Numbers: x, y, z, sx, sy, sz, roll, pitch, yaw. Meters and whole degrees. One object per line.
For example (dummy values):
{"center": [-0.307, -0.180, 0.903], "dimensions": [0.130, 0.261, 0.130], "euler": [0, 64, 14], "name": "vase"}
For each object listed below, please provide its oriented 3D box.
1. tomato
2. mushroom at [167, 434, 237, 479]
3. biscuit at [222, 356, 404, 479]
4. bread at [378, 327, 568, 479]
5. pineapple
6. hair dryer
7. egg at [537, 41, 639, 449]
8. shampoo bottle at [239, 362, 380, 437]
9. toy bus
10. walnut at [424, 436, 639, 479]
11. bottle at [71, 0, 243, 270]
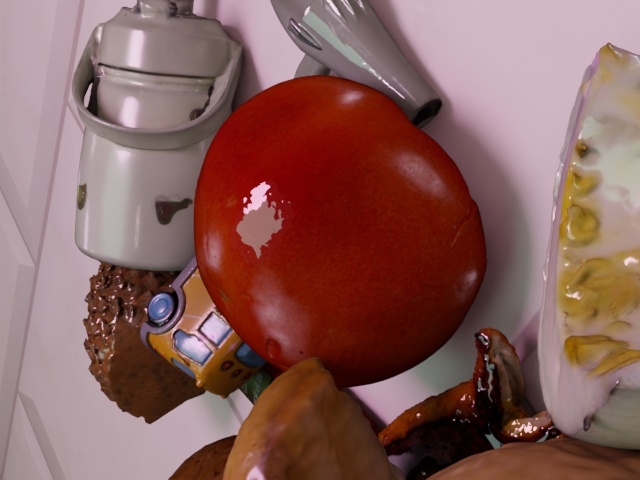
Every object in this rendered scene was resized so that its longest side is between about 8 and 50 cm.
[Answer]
{"center": [0.000, 0.000, 0.825], "dimensions": [0.298, 0.226, 0.299], "euler": [41, 153, 26], "name": "tomato"}
{"center": [-0.016, 0.388, 0.939], "dimensions": [0.331, 0.356, 0.334], "euler": [21, 95, 65], "name": "mushroom"}
{"center": [0.013, 0.248, 0.728], "dimensions": [0.091, 0.213, 0.274], "euler": [-10, 115, 47], "name": "biscuit"}
{"center": [0.143, 0.198, 0.834], "dimensions": [0.139, 0.095, 0.269], "euler": [47, 127, 14], "name": "bread"}
{"center": [-0.268, 0.081, 1.306], "dimensions": [0.362, 0.202, 0.202], "euler": [-121, 37, -47], "name": "pineapple"}
{"center": [0.030, -0.145, 0.916], "dimensions": [0.229, 0.092, 0.267], "euler": [39, 144, 35], "name": "hair dryer"}
{"center": [0.243, 0.022, 0.574], "dimensions": [0.206, 0.161, 0.271], "euler": [93, -173, -54], "name": "egg"}
{"center": [-0.008, 0.215, 1.055], "dimensions": [0.314, 0.076, 0.118], "euler": [40, 129, 41], "name": "shampoo bottle"}
{"center": [-0.103, 0.085, 1.048], "dimensions": [0.136, 0.126, 0.209], "euler": [38, 86, 32], "name": "toy bus"}
{"center": [0.183, 0.312, 0.554], "dimensions": [0.383, 0.383, 0.384], "euler": [22, 118, 50], "name": "walnut"}
{"center": [-0.203, -0.149, 1.113], "dimensions": [0.229, 0.229, 0.352], "euler": [26, 113, 49], "name": "bottle"}
